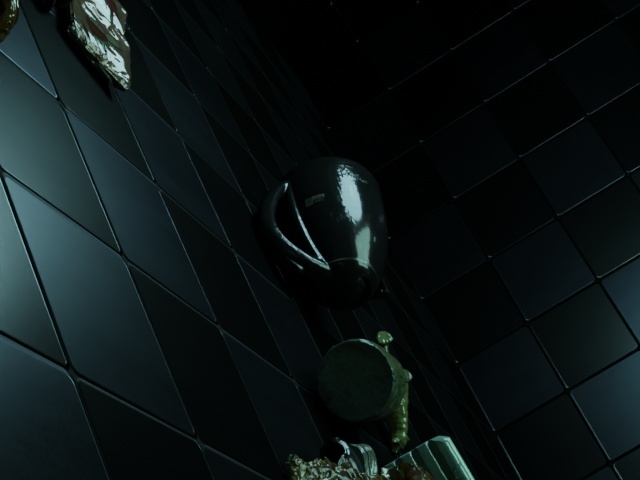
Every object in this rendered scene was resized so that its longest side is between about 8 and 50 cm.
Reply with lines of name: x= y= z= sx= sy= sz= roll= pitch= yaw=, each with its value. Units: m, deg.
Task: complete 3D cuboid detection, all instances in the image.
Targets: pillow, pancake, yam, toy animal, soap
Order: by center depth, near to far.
pancake: x=0.056 y=0.348 z=1.592 sx=0.244 sy=0.057 sz=0.266 roll=37 pitch=36 yaw=-8
pillow: x=-0.338 y=-0.325 z=1.964 sx=0.135 sy=0.049 sz=0.248 roll=51 pitch=15 yaw=-36
yam: x=0.074 y=0.228 z=2.110 sx=0.133 sy=0.133 sz=0.330 roll=59 pitch=4 yaw=10
soap: x=0.203 y=0.427 z=2.131 sx=0.198 sy=0.119 sz=0.066 roll=60 pitch=6 yaw=11
toy animal: x=0.114 y=0.273 z=2.342 sx=0.219 sy=0.103 sz=0.101 roll=-119 pitch=-164 yaw=-48

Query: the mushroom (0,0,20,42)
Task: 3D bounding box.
mushroom: x=-0.379 y=-0.275 z=1.425 sx=0.135 sy=0.080 sz=0.171 roll=25 pitch=33 yaw=-53

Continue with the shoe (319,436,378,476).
shoe: x=0.027 y=0.320 z=1.695 sx=0.099 sy=0.071 sz=0.169 roll=34 pitch=30 yaw=-31

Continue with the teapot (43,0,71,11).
teapot: x=-0.379 y=-0.356 z=1.848 sx=0.067 sy=0.045 sz=0.100 roll=28 pitch=41 yaw=-26

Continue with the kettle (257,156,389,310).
kettle: x=0.000 y=0.000 z=2.382 sx=0.268 sy=0.207 sz=0.290 roll=22 pitch=34 yaw=-23
